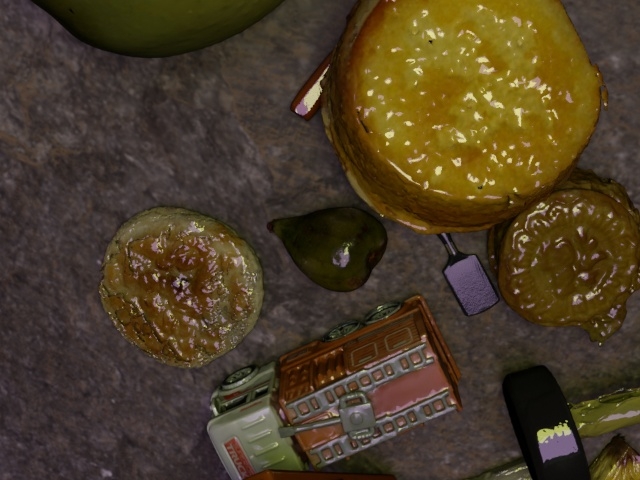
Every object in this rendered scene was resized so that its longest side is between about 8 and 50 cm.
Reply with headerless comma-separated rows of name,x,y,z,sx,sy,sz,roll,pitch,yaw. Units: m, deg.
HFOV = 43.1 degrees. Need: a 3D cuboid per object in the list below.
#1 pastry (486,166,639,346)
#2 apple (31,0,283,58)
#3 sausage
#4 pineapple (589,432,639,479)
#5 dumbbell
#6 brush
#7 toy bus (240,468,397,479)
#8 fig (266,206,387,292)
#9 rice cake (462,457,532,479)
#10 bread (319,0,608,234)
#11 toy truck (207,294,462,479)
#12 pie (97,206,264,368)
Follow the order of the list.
pastry,0.375,0.009,1.234,0.235,0.132,0.240,21,108,-11
apple,-0.200,-0.448,0.997,0.474,0.473,0.473,0,101,2
sausage,0.005,-0.241,1.229,0.041,0.039,0.131,39,99,-1
pineapple,0.500,0.377,1.333,0.137,0.069,0.116,-3,96,-7
dumbbell,0.461,0.260,1.233,0.323,0.204,0.203,-17,100,5
brush,0.218,0.030,1.289,0.063,0.016,0.193,-28,100,6
toy bus,0.010,0.393,1.190,0.092,0.409,0.093,-31,62,20
fig,0.015,0.003,1.260,0.127,0.185,0.132,12,99,-40
rice cake,0.288,0.410,1.348,0.256,0.052,0.057,-22,70,6
bread,0.182,-0.206,1.114,0.398,0.215,0.398,0,85,-3
toy truck,0.017,0.247,1.243,0.388,0.207,0.173,-25,99,7
pie,-0.224,0.074,1.294,0.274,0.055,0.274,1,101,7
